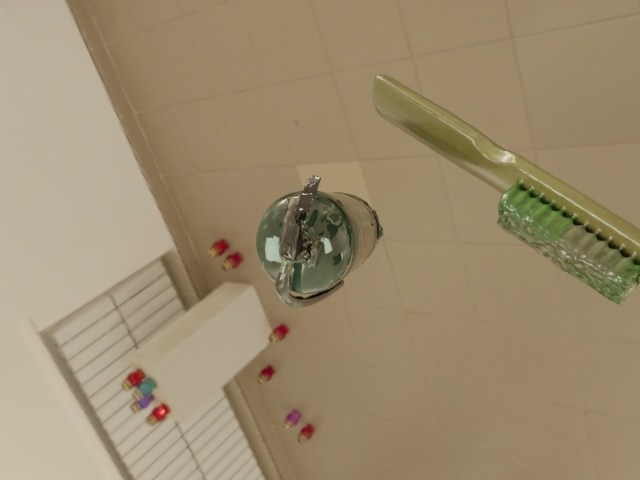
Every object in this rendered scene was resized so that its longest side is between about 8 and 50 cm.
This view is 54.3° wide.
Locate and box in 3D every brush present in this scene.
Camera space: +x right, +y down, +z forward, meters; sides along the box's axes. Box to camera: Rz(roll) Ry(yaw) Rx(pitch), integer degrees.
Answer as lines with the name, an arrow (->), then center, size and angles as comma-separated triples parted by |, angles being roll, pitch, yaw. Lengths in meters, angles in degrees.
brush -> 0.137, -0.046, 0.495 | 0.282, 0.048, 0.054 | 42, 166, 30

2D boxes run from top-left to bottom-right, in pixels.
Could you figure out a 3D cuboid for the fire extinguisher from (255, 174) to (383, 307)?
fire extinguisher -> 0.000, 0.000, 0.585 | 0.093, 0.294, 0.118 | 16, 97, 9
